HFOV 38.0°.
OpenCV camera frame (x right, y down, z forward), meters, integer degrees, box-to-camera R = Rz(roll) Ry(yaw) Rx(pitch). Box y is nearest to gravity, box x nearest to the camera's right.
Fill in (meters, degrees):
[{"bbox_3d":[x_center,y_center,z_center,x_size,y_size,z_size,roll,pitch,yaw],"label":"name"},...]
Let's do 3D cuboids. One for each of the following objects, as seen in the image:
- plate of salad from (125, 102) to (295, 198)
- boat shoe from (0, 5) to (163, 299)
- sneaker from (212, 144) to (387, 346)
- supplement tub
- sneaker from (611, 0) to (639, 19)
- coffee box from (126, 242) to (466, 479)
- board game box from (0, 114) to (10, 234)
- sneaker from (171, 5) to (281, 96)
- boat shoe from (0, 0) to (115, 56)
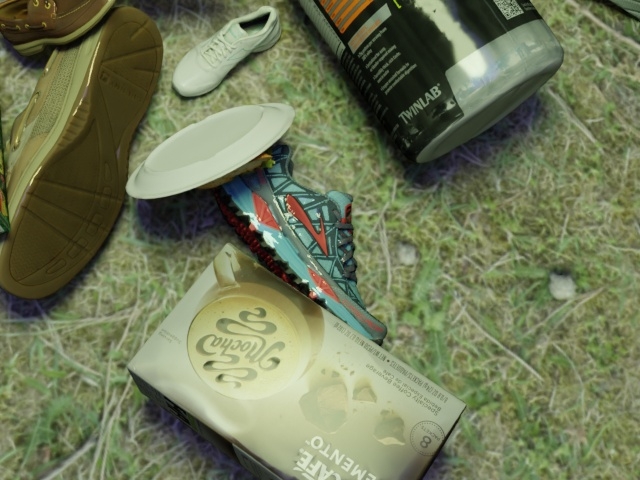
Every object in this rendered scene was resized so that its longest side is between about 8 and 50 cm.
[{"bbox_3d":[-0.115,-0.091,1.002,0.200,0.200,0.048,-30,115,-9],"label":"plate of salad"},{"bbox_3d":[-0.281,-0.098,1.027,0.110,0.122,0.341,8,70,37],"label":"boat shoe"},{"bbox_3d":[0.000,0.000,1.023,0.125,0.104,0.262,-39,84,-12],"label":"sneaker"},{"bbox_3d":[0.093,-0.273,1.027,0.207,0.207,0.338,-32,84,-9],"label":"supplement tub"},{"bbox_3d":[0.376,-0.337,1.118,0.258,0.094,0.091,21,70,-4],"label":"sneaker"},{"bbox_3d":[-0.024,0.163,0.950,0.297,0.119,0.168,34,70,12],"label":"coffee box"},{"bbox_3d":[-0.403,-0.090,0.981,0.136,0.030,0.259,-18,52,-3],"label":"board game box"},{"bbox_3d":[-0.111,-0.226,1.079,0.152,0.061,0.053,-38,86,-8],"label":"sneaker"},{"bbox_3d":[-0.290,-0.250,1.005,0.178,0.060,0.064,-9,51,37],"label":"boat shoe"}]
